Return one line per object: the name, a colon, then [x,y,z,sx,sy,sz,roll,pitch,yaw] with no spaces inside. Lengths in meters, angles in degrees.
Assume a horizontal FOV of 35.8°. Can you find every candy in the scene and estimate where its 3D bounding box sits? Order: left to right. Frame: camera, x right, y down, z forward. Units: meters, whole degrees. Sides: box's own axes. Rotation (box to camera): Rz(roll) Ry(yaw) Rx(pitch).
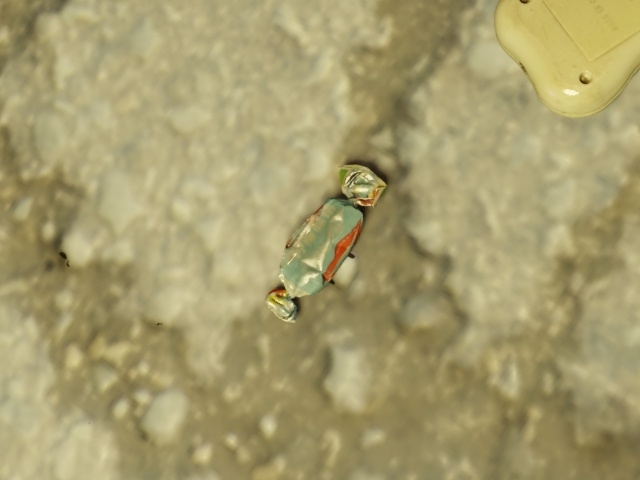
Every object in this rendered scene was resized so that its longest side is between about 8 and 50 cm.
candy: [0.000,0.000,0.476,0.030,0.020,0.083,37,90,16]

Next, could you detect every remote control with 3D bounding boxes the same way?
remote control: [0.145,-0.112,0.462,0.122,0.032,0.074,-32,75,3]
